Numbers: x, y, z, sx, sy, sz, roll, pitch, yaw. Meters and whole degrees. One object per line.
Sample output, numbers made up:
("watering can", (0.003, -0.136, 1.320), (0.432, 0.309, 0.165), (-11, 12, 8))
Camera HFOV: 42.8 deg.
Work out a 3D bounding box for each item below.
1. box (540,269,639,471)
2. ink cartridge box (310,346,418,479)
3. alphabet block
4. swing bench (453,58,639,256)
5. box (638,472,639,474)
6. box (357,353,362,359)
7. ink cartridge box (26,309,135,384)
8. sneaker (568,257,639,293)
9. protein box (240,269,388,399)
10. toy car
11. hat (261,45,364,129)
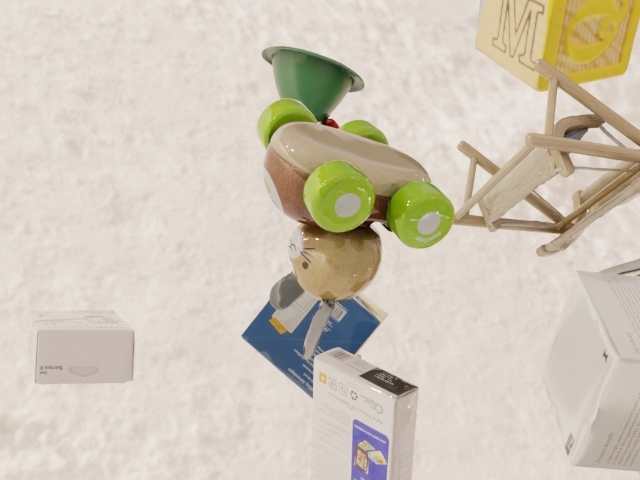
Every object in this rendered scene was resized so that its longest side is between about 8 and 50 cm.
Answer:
("box", (0.373, 0.162, 1.025), (0.119, 0.181, 0.182), (6, 33, -4))
("ink cartridge box", (0.062, 0.371, 1.308), (0.069, 0.371, 0.176), (-14, 24, -42))
("alphabet block", (0.398, -0.387, 1.375), (0.192, 0.193, 0.197), (-15, 39, -17))
("swing bench", (0.365, -0.102, 1.240), (0.255, 0.253, 0.165), (21, 59, -10))
("box", (0.748, 0.519, 1.796), (0.169, 0.059, 0.054), (48, 28, -31))
("box", (0.049, 0.361, 1.828), (0.038, 0.145, 0.186), (30, 30, -32))
("ink cartridge box", (-0.551, 0.238, 1.866), (0.211, 0.121, 0.289), (2, 3, -24))
("sneaker", (0.519, 0.096, 1.275), (0.126, 0.321, 0.127), (8, 67, -26))
("protein box", (-0.009, 0.169, 1.624), (0.200, 0.201, 0.136), (39, 9, 7))
("toy car", (0.000, 0.000, 0.706), (0.149, 0.188, 0.155), (11, 25, -29))
("hat", (-0.032, -0.192, 1.303), (0.173, 0.183, 0.208), (20, -3, -29))
